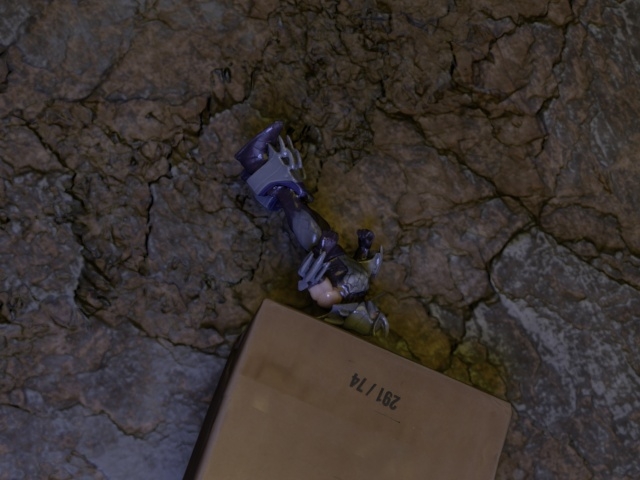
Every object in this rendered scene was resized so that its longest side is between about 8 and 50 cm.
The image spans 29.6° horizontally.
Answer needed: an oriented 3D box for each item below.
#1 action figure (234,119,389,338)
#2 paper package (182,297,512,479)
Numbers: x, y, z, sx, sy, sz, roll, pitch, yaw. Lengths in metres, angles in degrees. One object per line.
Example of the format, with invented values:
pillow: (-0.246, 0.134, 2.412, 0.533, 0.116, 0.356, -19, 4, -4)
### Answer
action figure: (0.000, 0.000, 1.464, 0.099, 0.185, 0.285, -36, 78, 11)
paper package: (0.019, 0.270, 1.367, 0.325, 0.168, 0.309, 22, 65, -6)
